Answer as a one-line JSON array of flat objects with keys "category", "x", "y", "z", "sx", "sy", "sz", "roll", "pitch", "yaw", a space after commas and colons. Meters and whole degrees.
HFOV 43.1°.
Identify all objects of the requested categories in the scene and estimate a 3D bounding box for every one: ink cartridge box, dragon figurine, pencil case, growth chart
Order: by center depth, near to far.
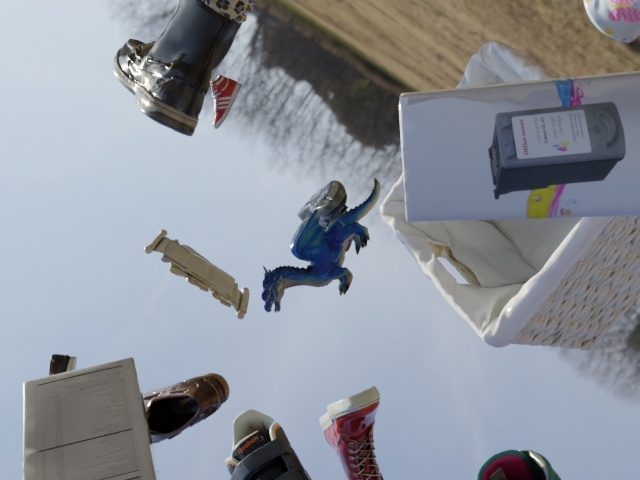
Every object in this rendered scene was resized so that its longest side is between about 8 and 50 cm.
[{"category": "ink cartridge box", "x": 0.253, "y": -0.092, "z": 0.795, "sx": 0.306, "sy": 0.131, "sz": 0.226, "roll": -2, "pitch": -174, "yaw": 22}, {"category": "pencil case", "x": 0.525, "y": -0.420, "z": 1.223, "sx": 0.113, "sy": 0.273, "sz": 0.124, "roll": -33, "pitch": -96, "yaw": -34}, {"category": "dragon figurine", "x": 0.000, "y": 0.000, "z": 1.357, "sx": 0.144, "sy": 0.289, "sz": 0.085, "roll": 24, "pitch": 174, "yaw": -4}, {"category": "growth chart", "x": -0.231, "y": 0.061, "z": 1.550, "sx": 0.237, "sy": 0.021, "sz": 0.172, "roll": 35, "pitch": -167, "yaw": -1}]

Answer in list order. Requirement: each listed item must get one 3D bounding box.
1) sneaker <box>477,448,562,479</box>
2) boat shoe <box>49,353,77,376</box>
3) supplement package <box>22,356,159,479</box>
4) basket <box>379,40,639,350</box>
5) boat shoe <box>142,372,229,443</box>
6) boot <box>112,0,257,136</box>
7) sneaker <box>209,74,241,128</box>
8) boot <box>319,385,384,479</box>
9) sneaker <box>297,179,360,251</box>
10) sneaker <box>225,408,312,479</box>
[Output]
[{"category": "sneaker", "x": 0.305, "y": 0.415, "z": 1.263, "sx": 0.178, "sy": 0.124, "sz": 0.295, "roll": 49, "pitch": 154, "yaw": 0}, {"category": "boat shoe", "x": -0.434, "y": 0.252, "z": 1.332, "sx": 0.042, "sy": 0.133, "sz": 0.049, "roll": 10, "pitch": 180, "yaw": -4}, {"category": "supplement package", "x": -0.255, "y": 0.267, "z": 0.919, "sx": 0.139, "sy": 0.134, "sz": 0.244, "roll": -11, "pitch": -151, "yaw": -13}, {"category": "basket", "x": 0.327, "y": -0.057, "z": 1.197, "sx": 0.266, "sy": 0.331, "sz": 0.328, "roll": 11, "pitch": -149, "yaw": -39}, {"category": "boat shoe", "x": -0.223, "y": 0.244, "z": 1.142, "sx": 0.073, "sy": 0.207, "sz": 0.073, "roll": 57, "pitch": -151, "yaw": -1}, {"category": "boot", "x": -0.258, "y": -0.384, "z": 1.516, "sx": 0.138, "sy": 0.284, "sz": 0.377, "roll": 22, "pitch": -163, "yaw": -30}, {"category": "sneaker", "x": -0.231, "y": -0.313, "z": 1.813, "sx": 0.067, "sy": 0.119, "sz": 0.042, "roll": 27, "pitch": 171, "yaw": -20}, {"category": "boot", "x": 0.073, "y": 0.345, "z": 1.333, "sx": 0.244, "sy": 0.088, "sz": 0.176, "roll": 108, "pitch": 143, "yaw": -64}, {"category": "sneaker", "x": 0.036, "y": -0.047, "z": 1.647, "sx": 0.130, "sy": 0.087, "sz": 0.227, "roll": 40, "pitch": 164, "yaw": -6}, {"category": "sneaker", "x": -0.082, "y": 0.398, "z": 1.338, "sx": 0.127, "sy": 0.126, "sz": 0.321, "roll": 59, "pitch": 172, "yaw": -25}]
